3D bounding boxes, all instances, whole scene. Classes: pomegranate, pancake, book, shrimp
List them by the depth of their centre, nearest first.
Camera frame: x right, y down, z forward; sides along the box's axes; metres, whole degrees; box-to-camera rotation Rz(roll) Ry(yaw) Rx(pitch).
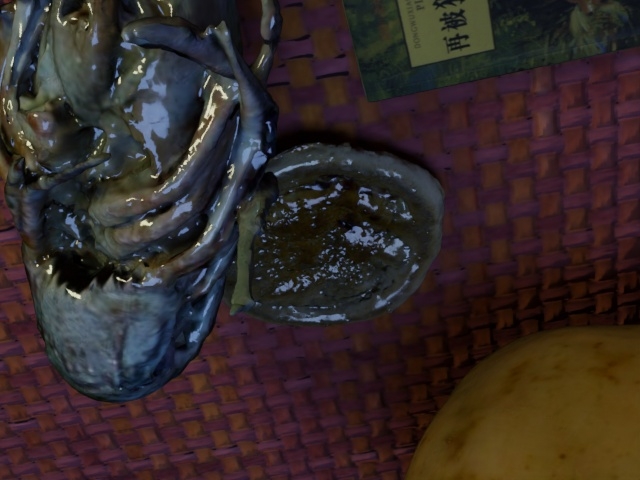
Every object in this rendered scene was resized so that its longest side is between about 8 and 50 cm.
[{"bbox_3d":[-0.070,-0.052,0.558,0.172,0.137,0.372,29,142,20],"label":"shrimp"},{"bbox_3d":[0.118,-0.149,0.574,0.228,0.024,0.160,-12,137,5],"label":"book"},{"bbox_3d":[0.000,-0.001,0.708,0.152,0.025,0.151,-2,136,-2],"label":"pancake"},{"bbox_3d":[0.196,0.222,0.724,0.342,0.342,0.342,-3,135,-3],"label":"pomegranate"}]
